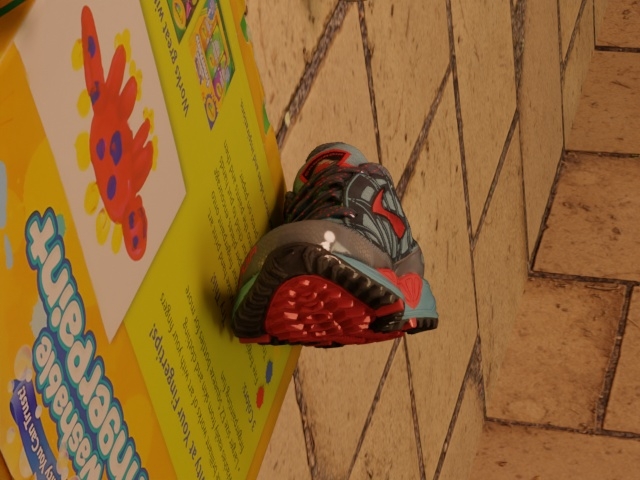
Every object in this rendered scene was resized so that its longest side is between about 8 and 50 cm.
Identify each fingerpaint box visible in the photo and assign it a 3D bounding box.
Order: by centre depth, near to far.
[{"bbox_3d":[-0.156,0.017,0.966,0.444,0.163,0.371,77,24,-45],"label":"fingerpaint box"}]

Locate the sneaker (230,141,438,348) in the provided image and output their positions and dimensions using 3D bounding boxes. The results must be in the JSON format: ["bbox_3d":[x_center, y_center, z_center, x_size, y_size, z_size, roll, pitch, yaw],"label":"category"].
[{"bbox_3d":[0.000,0.000,1.082,0.262,0.104,0.125,28,50,-77],"label":"sneaker"}]
